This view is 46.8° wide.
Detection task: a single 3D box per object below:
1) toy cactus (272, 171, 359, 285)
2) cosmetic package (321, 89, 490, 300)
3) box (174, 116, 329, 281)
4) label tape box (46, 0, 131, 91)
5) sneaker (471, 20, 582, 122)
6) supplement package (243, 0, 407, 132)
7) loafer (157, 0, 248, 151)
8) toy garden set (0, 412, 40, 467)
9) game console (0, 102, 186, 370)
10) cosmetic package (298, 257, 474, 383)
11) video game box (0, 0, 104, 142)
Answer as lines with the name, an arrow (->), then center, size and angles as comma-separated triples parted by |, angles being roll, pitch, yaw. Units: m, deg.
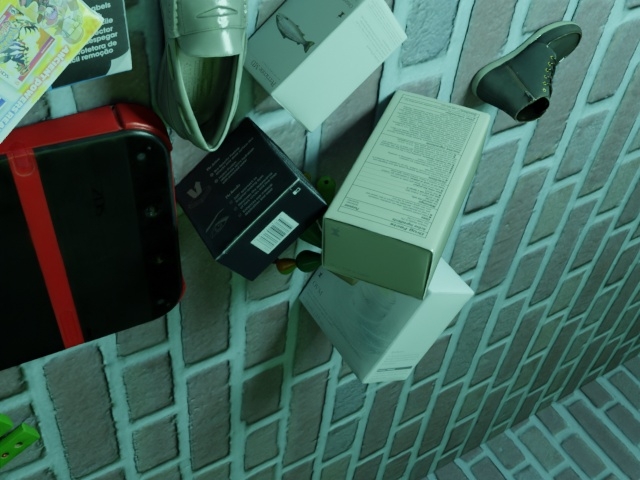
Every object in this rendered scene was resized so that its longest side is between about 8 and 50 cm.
toy cactus -> 0.000, 0.000, 1.184 | 0.112, 0.180, 0.219 | -24, 153, -55
cosmetic package -> 0.131, -0.078, 1.092 | 0.113, 0.160, 0.309 | 92, 23, -49
box -> -0.099, -0.058, 1.030 | 0.156, 0.158, 0.093 | -43, 143, 7
label tape box -> -0.313, -0.284, 0.622 | 0.249, 0.115, 0.347 | -21, 143, -24
sneaker -> 0.379, -0.280, 1.255 | 0.222, 0.118, 0.083 | -34, 145, -7
supplement package -> 0.000, -0.250, 0.953 | 0.179, 0.105, 0.105 | -44, 146, 6
loafer -> -0.125, -0.247, 0.834 | 0.112, 0.111, 0.319 | -18, 141, -27
toy garden set -> -0.582, 0.308, 1.103 | 0.204, 0.049, 0.244 | -38, 146, -5
game console -> -0.352, 0.010, 0.979 | 0.342, 0.060, 0.386 | -17, 139, -20
cosmetic package -> 0.112, 0.100, 1.344 | 0.138, 0.224, 0.224 | 7, 125, -47
video game box -> -0.307, -0.164, 0.586 | 0.205, 0.048, 0.187 | -51, 137, -4
